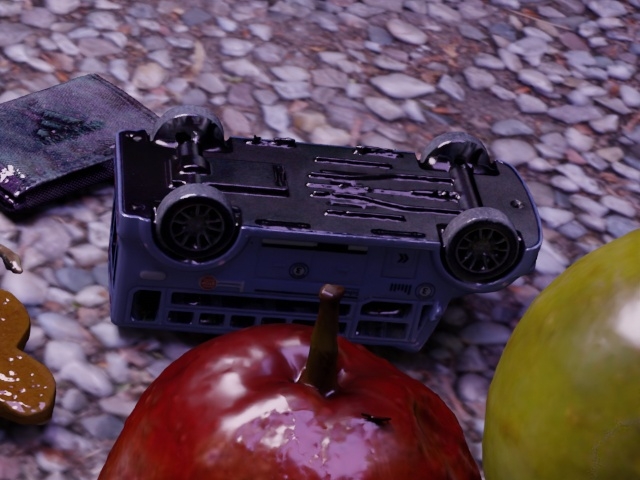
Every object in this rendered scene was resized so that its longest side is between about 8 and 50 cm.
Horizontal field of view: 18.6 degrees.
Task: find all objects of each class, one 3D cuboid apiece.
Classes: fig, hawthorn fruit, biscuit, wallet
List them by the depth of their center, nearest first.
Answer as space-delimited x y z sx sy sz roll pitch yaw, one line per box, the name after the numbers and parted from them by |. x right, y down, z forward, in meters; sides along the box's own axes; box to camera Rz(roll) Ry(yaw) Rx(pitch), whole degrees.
-0.013 0.138 1.066 0.210 0.266 0.230 -20 48 -28 | hawthorn fruit
0.243 0.099 1.223 0.258 0.258 0.326 24 25 11 | fig
-0.277 0.082 1.232 0.205 0.031 0.138 -5 41 -25 | biscuit
-0.198 -0.075 1.463 0.111 0.030 0.166 35 39 31 | wallet

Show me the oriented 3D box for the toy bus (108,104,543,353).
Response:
0.000 0.000 1.354 0.292 0.133 0.125 4 33 -11 | toy bus

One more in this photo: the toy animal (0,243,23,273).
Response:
-0.270 -0.038 1.364 0.086 0.069 0.219 -39 55 -23 | toy animal
